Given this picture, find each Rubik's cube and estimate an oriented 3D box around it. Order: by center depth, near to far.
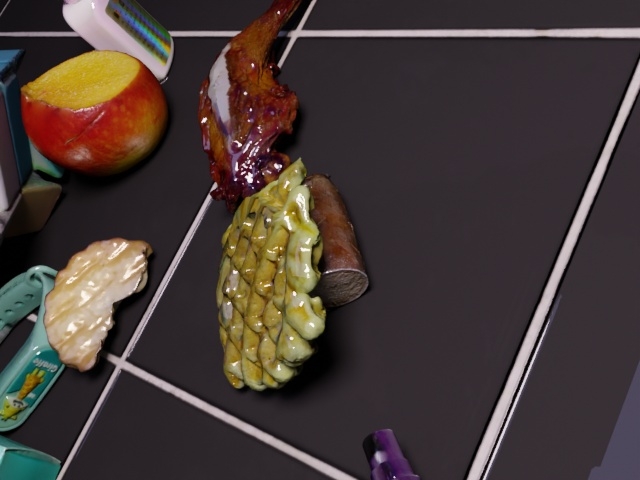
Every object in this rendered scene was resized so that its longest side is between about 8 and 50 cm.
[{"bbox_3d":[-0.562,-0.105,1.149,0.368,0.358,0.387,-59,17,18],"label":"Rubik's cube"}]

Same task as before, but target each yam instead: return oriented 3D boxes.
[{"bbox_3d":[-0.002,0.000,0.847,0.079,0.079,0.141,-33,49,17],"label":"yam"}]

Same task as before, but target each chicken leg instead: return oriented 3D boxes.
[{"bbox_3d":[-0.083,-0.216,1.043,0.158,0.096,0.407,-6,57,31],"label":"chicken leg"}]

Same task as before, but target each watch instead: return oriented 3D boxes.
[{"bbox_3d":[-0.420,0.149,1.099,0.237,0.068,0.195,-54,42,3],"label":"watch"}]

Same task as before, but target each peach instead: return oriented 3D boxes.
[{"bbox_3d":[-0.319,-0.187,1.143,0.190,0.192,0.190,-11,67,28],"label":"peach"}]

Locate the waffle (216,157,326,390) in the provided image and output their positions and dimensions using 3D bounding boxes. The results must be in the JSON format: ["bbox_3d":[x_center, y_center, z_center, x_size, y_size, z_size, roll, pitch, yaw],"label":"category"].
[{"bbox_3d":[-0.059,0.047,0.809,0.223,0.054,0.204,-38,55,55],"label":"waffle"}]

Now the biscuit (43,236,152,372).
[{"bbox_3d":[-0.287,0.075,1.034,0.118,0.061,0.183,20,74,19],"label":"biscuit"}]

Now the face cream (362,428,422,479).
[{"bbox_3d":[0.088,0.264,0.601,0.078,0.078,0.273,-36,46,15],"label":"face cream"}]

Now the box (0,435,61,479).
[{"bbox_3d":[-0.463,0.361,0.918,0.205,0.118,0.311,12,71,25],"label":"box"}]

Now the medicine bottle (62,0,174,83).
[{"bbox_3d":[-0.318,-0.335,1.216,0.078,0.219,0.115,-23,49,26],"label":"medicine bottle"}]
